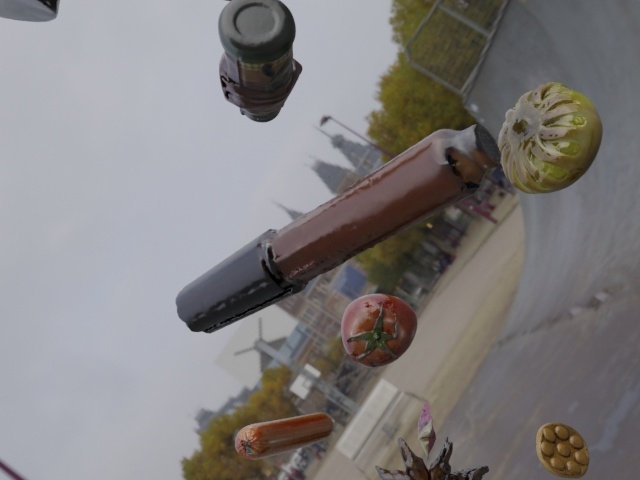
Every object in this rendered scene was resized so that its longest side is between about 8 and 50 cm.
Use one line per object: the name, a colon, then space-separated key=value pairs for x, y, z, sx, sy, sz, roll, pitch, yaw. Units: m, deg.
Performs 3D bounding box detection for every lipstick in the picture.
lipstick: x=0.000 y=0.000 z=0.786 sx=0.418 sy=0.077 sz=0.077 roll=-30 pitch=9 yaw=34

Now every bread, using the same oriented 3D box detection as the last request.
bread: x=0.441 y=0.383 z=1.369 sx=0.110 sy=0.110 sz=0.024 roll=-51 pitch=-9 yaw=-38
bread: x=0.390 y=-0.181 z=1.321 sx=0.213 sy=0.104 sz=0.213 roll=-35 pitch=45 yaw=45

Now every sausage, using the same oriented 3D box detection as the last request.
sausage: x=-0.052 y=0.320 z=1.241 sx=0.053 sy=0.053 sz=0.348 roll=-57 pitch=-23 yaw=5

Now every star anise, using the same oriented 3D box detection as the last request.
star anise: x=0.227 y=0.539 z=1.576 sx=0.272 sy=0.272 sz=0.102 roll=-59 pitch=-1 yaw=19

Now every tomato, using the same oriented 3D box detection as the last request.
tomato: x=0.127 y=0.185 z=1.616 sx=0.167 sy=0.167 sz=0.167 roll=-55 pitch=-8 yaw=-11

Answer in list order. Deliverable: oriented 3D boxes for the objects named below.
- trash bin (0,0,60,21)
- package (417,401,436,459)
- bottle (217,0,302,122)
trash bin: x=-0.369 y=-0.423 z=0.834 sx=0.203 sy=0.252 sz=0.302 roll=13 pitch=-91 yaw=-68
package: x=0.176 y=0.317 z=1.250 sx=0.059 sy=0.029 sz=0.083 roll=-93 pitch=3 yaw=-55
bottle: x=-0.107 y=-0.316 z=1.359 sx=0.156 sy=0.143 sz=0.271 roll=-10 pitch=-20 yaw=-6
